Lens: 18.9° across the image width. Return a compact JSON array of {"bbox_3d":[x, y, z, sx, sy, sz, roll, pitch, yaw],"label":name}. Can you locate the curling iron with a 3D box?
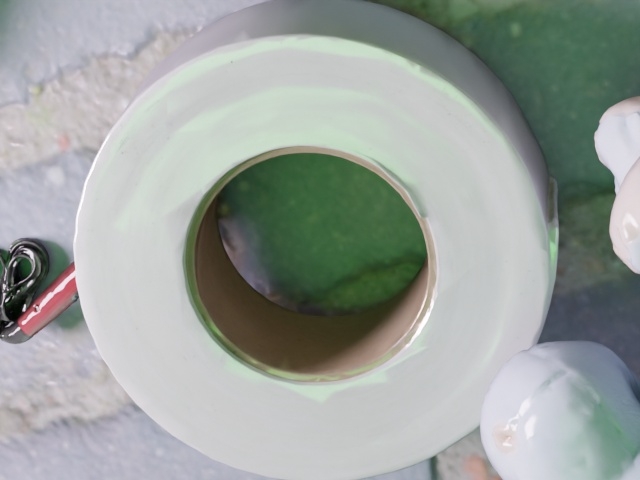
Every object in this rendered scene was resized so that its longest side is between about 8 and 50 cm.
[{"bbox_3d":[-0.131,-0.019,1.244,0.274,0.035,0.068,-34,98,23],"label":"curling iron"}]

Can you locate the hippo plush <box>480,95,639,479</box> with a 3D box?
[{"bbox_3d":[0.227,0.084,1.074,0.294,0.234,0.236,38,111,8],"label":"hippo plush"}]

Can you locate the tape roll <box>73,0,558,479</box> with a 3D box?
[{"bbox_3d":[0.000,0.000,1.161,0.286,0.100,0.286,2,110,6],"label":"tape roll"}]
